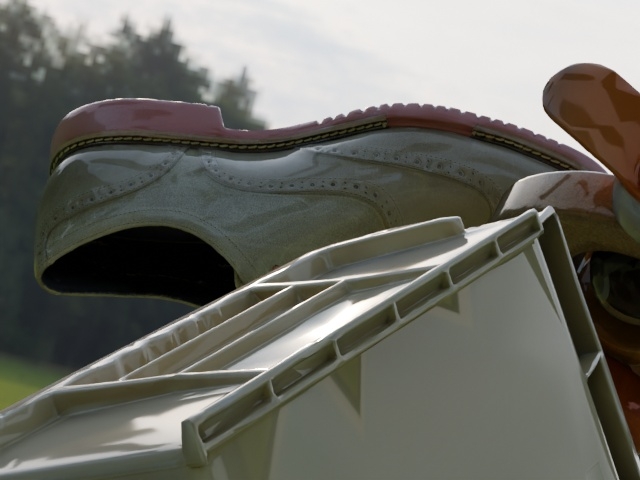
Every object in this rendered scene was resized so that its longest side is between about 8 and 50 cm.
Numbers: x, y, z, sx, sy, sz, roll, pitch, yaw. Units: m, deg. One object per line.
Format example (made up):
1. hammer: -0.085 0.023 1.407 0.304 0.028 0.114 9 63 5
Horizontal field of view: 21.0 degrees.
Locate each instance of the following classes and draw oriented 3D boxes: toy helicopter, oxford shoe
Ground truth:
1. toy helicopter: 0.247 0.021 0.923 0.355 0.140 0.235 9 -36 36
2. oxford shoe: 0.000 0.000 1.168 0.397 0.146 0.140 1 -41 10

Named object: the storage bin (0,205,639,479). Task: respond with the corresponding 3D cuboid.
1. storage bin: 0.025 0.145 0.629 0.123 0.262 0.260 -14 8 37
